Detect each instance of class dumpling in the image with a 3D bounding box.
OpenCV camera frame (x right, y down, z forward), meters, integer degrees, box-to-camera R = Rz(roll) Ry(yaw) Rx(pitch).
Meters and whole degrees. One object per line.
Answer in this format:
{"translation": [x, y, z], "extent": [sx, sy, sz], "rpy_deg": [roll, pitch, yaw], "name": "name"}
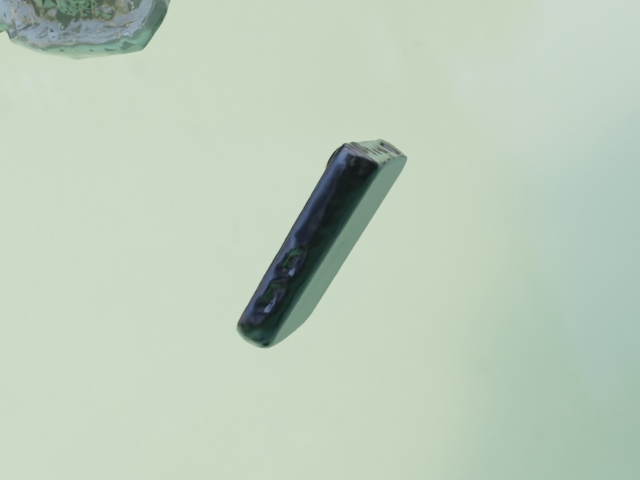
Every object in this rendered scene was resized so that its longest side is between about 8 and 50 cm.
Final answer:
{"translation": [-0.156, -0.201, 1.093], "extent": [0.166, 0.215, 0.126], "rpy_deg": [-25, -5, 20], "name": "dumpling"}

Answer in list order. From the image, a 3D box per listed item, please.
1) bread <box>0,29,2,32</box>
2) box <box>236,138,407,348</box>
{"translation": [-0.389, -0.261, 1.230], "extent": [0.324, 0.333, 0.143], "rpy_deg": [-26, -11, -28], "name": "bread"}
{"translation": [0.000, 0.000, 0.972], "extent": [0.125, 0.027, 0.126], "rpy_deg": [-58, -6, 9], "name": "box"}
